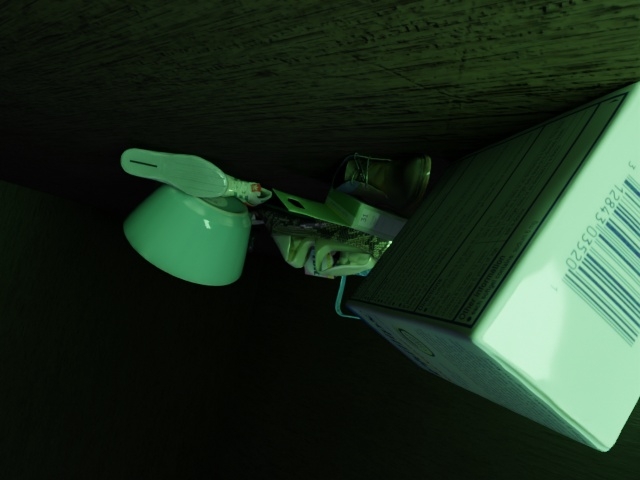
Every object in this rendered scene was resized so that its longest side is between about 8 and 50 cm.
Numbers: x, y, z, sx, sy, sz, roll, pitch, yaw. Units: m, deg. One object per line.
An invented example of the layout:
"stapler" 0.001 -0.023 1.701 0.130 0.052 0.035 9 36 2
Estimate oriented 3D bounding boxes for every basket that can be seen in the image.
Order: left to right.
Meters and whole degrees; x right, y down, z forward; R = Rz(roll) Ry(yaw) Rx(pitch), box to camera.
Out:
"basket" 0.171 0.110 1.240 0.255 0.289 0.201 8 172 39

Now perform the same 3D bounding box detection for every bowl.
"bowl" -0.293 -0.049 0.993 0.311 0.163 0.311 31 -162 -12

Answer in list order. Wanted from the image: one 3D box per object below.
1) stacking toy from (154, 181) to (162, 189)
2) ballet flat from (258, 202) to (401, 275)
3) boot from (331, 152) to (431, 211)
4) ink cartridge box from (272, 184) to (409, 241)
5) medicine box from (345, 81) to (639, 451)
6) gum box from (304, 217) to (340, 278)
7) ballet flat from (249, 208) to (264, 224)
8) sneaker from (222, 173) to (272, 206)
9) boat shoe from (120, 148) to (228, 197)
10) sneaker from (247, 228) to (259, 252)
"stacking toy" -0.421 -0.138 1.239 0.167 0.052 0.221 15 173 -24
"ballet flat" 0.000 0.000 1.094 0.483 0.182 0.164 8 173 35
"boot" 0.085 -0.091 0.623 0.106 0.082 0.219 10 175 -8
"ink cartridge box" 0.039 -0.067 0.772 0.235 0.056 0.171 18 -167 -22
"medicine box" 0.198 0.022 0.443 0.149 0.263 0.289 41 167 -9
"gum box" 0.003 0.019 1.290 0.107 0.188 0.062 7 -156 28
"ballet flat" -0.193 -0.084 1.351 0.168 0.057 0.052 4 143 28
"sneaker" -0.184 -0.126 0.962 0.075 0.057 0.161 -12 160 34
"boat shoe" -0.304 -0.154 0.874 0.226 0.083 0.076 19 -169 -4
"sneaker" -0.383 -0.016 2.048 0.130 0.109 0.286 19 163 -7
